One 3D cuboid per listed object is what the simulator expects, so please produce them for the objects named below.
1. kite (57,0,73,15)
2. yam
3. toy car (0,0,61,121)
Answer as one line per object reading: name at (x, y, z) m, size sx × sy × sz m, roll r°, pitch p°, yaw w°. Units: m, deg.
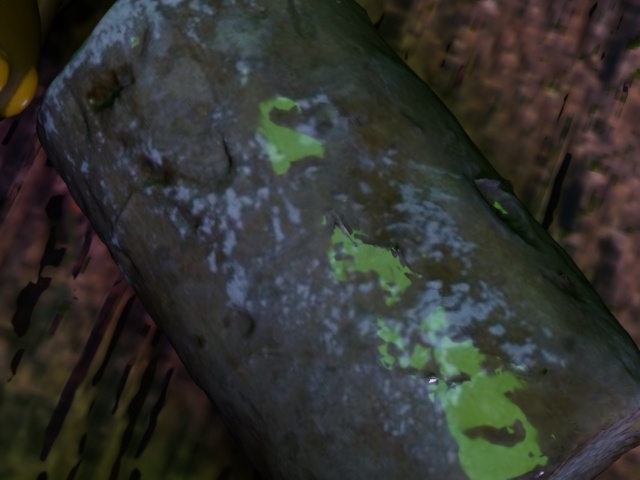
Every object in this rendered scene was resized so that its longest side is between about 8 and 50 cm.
kite at (-0.180, -0.188, 0.647) m, size 0.335 × 0.011 × 0.314 m, roll -40°, pitch 74°, yaw -17°
yam at (0.000, 0.000, 0.521) m, size 0.107 × 0.107 × 0.194 m, roll -31°, pitch 71°, yaw -16°
toy car at (-0.184, -0.095, 0.521) m, size 0.248 × 0.204 × 0.198 m, roll 24°, pitch 90°, yaw 10°
